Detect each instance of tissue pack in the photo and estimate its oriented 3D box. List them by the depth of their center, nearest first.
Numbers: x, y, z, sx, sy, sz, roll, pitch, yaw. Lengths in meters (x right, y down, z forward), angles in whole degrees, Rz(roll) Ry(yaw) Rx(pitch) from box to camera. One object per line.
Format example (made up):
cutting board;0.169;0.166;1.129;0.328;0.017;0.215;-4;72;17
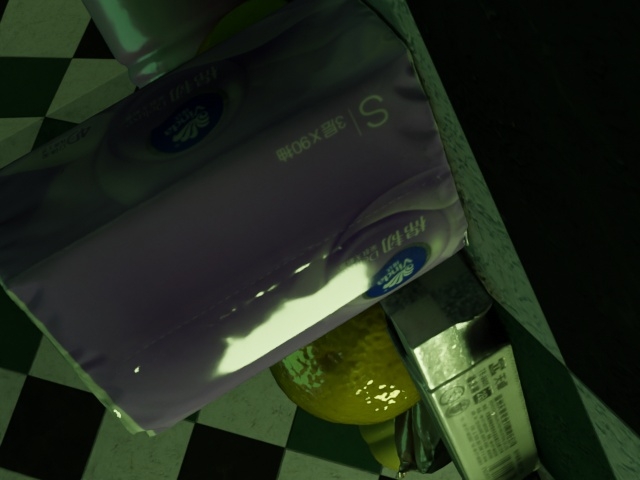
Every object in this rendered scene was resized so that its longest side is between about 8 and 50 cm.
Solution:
tissue pack;-0.069;-0.014;0.715;0.160;0.338;0.242;56;176;46

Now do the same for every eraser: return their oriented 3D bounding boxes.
eraser;0.156;0.159;0.954;0.096;0.098;0.404;58;177;40

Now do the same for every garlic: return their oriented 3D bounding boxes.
garlic;0.171;0.246;1.327;0.217;0.110;0.228;-92;9;-69

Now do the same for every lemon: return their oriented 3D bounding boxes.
lemon;0.042;0.094;1.066;0.228;0.229;0.253;-126;36;-68

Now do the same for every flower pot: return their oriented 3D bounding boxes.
flower pot;0.177;0.306;1.537;0.195;0.195;0.179;60;164;10

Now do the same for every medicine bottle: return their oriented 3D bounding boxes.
medicine bottle;-0.182;-0.306;1.082;0.325;0.212;0.212;61;177;-14

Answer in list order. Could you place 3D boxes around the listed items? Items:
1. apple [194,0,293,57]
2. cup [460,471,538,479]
apple;-0.048;-0.154;0.870;0.163;0.147;0.146;56;177;35
cup;0.227;0.472;1.151;0.308;0.242;0.292;77;176;-78
